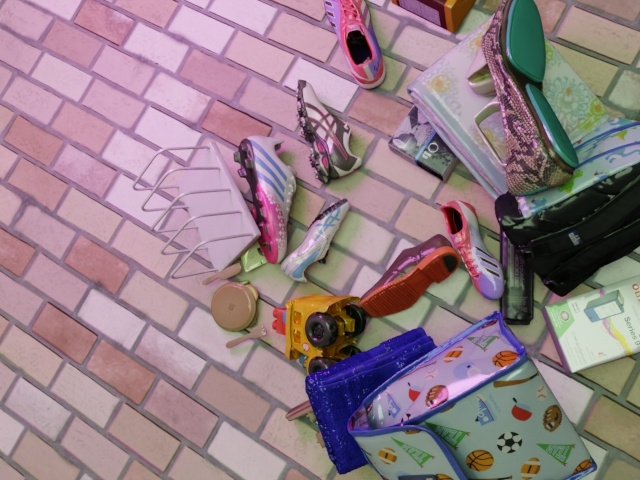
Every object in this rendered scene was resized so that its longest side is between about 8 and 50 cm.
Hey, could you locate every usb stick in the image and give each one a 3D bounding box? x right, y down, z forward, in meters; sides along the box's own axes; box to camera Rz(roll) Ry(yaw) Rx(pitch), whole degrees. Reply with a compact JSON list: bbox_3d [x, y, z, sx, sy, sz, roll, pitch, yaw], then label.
[{"bbox_3d":[0.447,0.053,1.591,0.077,0.045,0.277,2,79,7],"label":"usb stick"}]

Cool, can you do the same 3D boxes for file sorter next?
[{"bbox_3d":[-0.312,-0.072,1.697,0.193,0.173,0.277,-42,68,39],"label":"file sorter"}]

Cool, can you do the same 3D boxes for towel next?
[{"bbox_3d":[0.431,-0.306,1.597,0.321,0.090,0.374,-39,88,-4],"label":"towel"},{"bbox_3d":[0.138,0.341,1.502,0.308,0.076,0.227,-19,87,-20],"label":"towel"}]

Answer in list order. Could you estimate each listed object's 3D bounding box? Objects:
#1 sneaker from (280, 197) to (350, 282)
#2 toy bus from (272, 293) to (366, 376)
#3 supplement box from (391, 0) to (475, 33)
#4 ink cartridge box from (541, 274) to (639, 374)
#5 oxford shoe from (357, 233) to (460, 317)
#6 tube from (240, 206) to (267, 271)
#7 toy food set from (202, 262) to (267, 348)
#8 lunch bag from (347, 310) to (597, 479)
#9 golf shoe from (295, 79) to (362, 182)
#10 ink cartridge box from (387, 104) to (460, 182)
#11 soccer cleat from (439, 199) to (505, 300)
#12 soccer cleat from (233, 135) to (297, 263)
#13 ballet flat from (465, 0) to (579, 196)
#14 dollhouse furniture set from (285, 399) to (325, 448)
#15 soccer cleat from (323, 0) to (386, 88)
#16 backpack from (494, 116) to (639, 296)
[{"bbox_3d":[0.000,0.000,1.701,0.086,0.085,0.237,39,85,-8],"label":"sneaker"},{"bbox_3d":[-0.019,0.230,1.619,0.212,0.149,0.220,6,99,34],"label":"toy bus"},{"bbox_3d":[0.297,-0.661,1.733,0.194,0.129,0.191,33,88,17],"label":"supplement box"},{"bbox_3d":[0.608,0.182,1.499,0.213,0.093,0.154,-19,74,8],"label":"ink cartridge box"},{"bbox_3d":[0.197,0.086,1.637,0.271,0.097,0.098,-33,38,12],"label":"oxford shoe"},{"bbox_3d":[-0.201,-0.042,1.766,0.070,0.062,0.240,-39,74,34],"label":"tube"},{"bbox_3d":[-0.210,0.164,1.738,0.133,0.038,0.192,-24,79,15],"label":"toy food set"},{"bbox_3d":[0.293,0.395,1.401,0.386,0.239,0.327,-31,107,8],"label":"lunch bag"},{"bbox_3d":[0.011,-0.281,1.753,0.120,0.105,0.272,-16,80,-6],"label":"golf shoe"},{"bbox_3d":[0.323,-0.321,1.691,0.165,0.065,0.332,33,87,18],"label":"ink cartridge box"},{"bbox_3d":[0.341,0.022,1.588,0.083,0.095,0.247,-35,64,43],"label":"soccer cleat"},{"bbox_3d":[-0.108,-0.109,1.721,0.143,0.116,0.331,-9,78,-26],"label":"soccer cleat"},{"bbox_3d":[0.393,-0.303,1.452,0.182,0.164,0.482,-29,53,39],"label":"ballet flat"},{"bbox_3d":[0.002,0.443,1.581,0.123,0.144,0.151,-29,88,11],"label":"dollhouse furniture set"},{"bbox_3d":[0.082,-0.542,1.767,0.109,0.116,0.318,-20,75,9],"label":"soccer cleat"},{"bbox_3d":[0.584,-0.088,1.456,0.356,0.290,0.273,-29,34,32],"label":"backpack"}]
